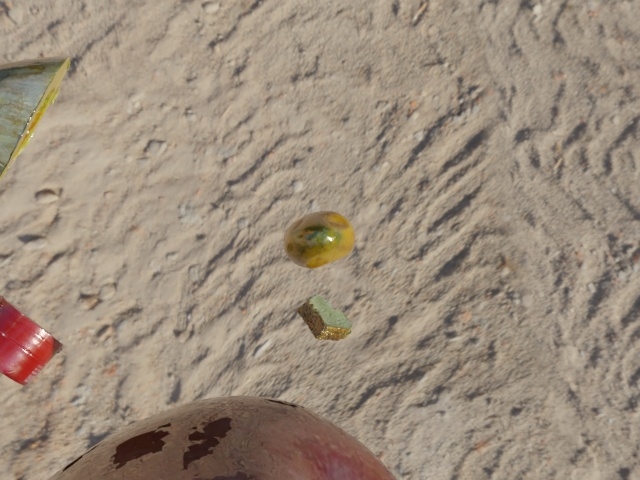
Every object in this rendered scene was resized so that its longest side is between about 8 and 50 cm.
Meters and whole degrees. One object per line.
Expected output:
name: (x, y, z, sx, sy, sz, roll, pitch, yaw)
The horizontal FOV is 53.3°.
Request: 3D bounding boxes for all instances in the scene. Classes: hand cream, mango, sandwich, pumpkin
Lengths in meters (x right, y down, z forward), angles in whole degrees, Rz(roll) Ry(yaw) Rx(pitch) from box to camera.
hand cream: (-0.689, 0.222, 1.423, 0.193, 0.193, 0.125, 35, 69, 2)
mango: (-0.006, 0.001, 1.005, 0.115, 0.165, 0.089, -13, 95, 21)
sandwich: (0.010, 0.141, 1.161, 0.036, 0.105, 0.093, -49, 51, 19)
pumpkin: (-0.445, -0.179, 0.886, 0.110, 0.217, 0.217, 23, 68, -21)

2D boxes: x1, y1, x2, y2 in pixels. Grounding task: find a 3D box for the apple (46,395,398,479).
apple: (-0.043, 0.224, 0.340, 0.306, 0.306, 0.235, 38, 102, 3)
